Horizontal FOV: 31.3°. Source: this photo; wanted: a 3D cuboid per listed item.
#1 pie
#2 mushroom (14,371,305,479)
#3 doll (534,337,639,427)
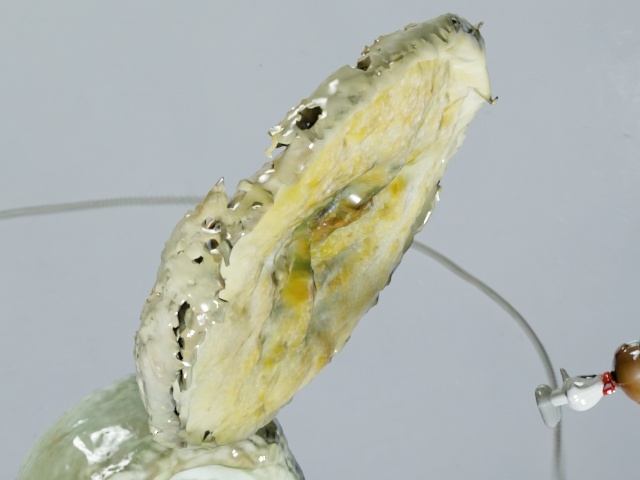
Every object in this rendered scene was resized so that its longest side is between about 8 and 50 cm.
[{"bbox_3d":[0.000,0.000,0.583,0.055,0.274,0.274,36,96,14],"label":"pie"},{"bbox_3d":[-0.120,0.184,0.916,0.267,0.189,0.164,9,108,-35],"label":"mushroom"},{"bbox_3d":[0.167,0.082,0.668,0.085,0.058,0.040,-22,86,3],"label":"doll"}]
